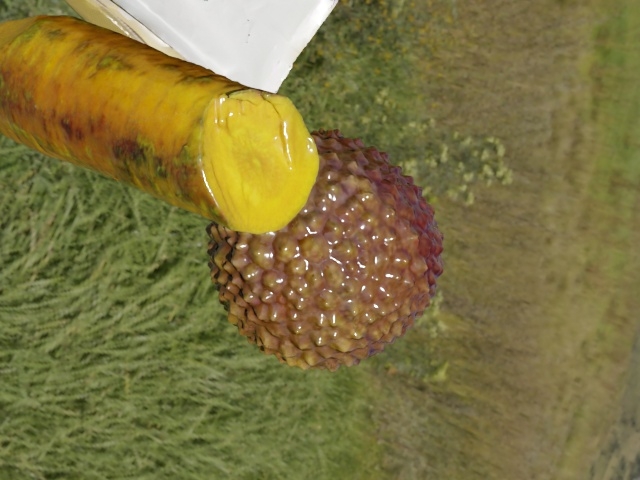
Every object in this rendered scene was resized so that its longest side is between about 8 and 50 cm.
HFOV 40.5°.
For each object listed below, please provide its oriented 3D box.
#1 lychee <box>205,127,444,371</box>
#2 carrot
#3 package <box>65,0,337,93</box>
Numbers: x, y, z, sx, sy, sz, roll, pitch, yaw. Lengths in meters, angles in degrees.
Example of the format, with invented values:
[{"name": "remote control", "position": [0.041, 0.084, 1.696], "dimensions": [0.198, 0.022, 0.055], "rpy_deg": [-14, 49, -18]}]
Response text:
[{"name": "lychee", "position": [0.000, 0.000, 0.934], "dimensions": [0.267, 0.267, 0.267], "rpy_deg": [-41, 142, -43]}, {"name": "carrot", "position": [-0.149, -0.097, 0.653], "dimensions": [0.114, 0.302, 0.114], "rpy_deg": [-37, 138, -42]}, {"name": "package", "position": [-0.175, -0.242, 0.825], "dimensions": [0.311, 0.221, 0.165], "rpy_deg": [35, 70, -30]}]
